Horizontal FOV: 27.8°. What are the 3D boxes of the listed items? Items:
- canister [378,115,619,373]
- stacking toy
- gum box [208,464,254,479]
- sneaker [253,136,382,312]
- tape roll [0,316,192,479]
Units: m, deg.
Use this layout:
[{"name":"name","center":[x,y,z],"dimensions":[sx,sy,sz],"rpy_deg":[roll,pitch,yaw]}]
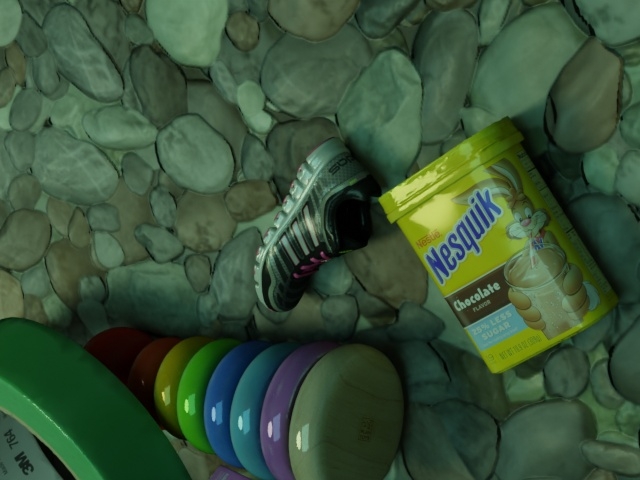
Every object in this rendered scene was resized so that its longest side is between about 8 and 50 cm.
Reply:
[{"name":"canister","center":[0.141,0.006,1.021],"dimensions":[0.126,0.073,0.170],"rpy_deg":[-34,87,35]},{"name":"stacking toy","center":[-0.092,0.142,1.185],"dimensions":[0.330,0.141,0.141],"rpy_deg":[7,108,38]},{"name":"gum box","center":[-0.050,0.302,1.192],"dimensions":[0.107,0.062,0.188],"rpy_deg":[20,142,26]},{"name":"sneaker","center":[0.000,0.000,1.110],"dimensions":[0.075,0.063,0.170],"rpy_deg":[36,115,25]},{"name":"tape roll","center":[-0.248,0.228,1.258],"dimensions":[0.321,0.077,0.321],"rpy_deg":[28,139,27]}]
